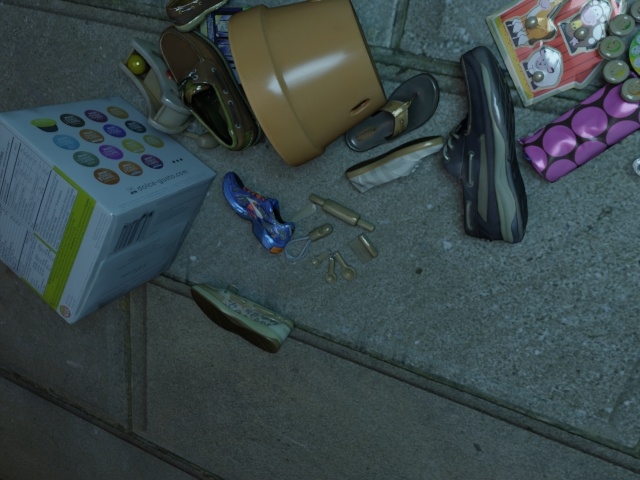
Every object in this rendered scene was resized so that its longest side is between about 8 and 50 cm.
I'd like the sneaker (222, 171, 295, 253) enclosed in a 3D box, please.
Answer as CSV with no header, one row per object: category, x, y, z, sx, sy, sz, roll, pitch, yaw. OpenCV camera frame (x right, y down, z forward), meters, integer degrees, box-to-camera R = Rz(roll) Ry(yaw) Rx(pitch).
sneaker,-0.139,-0.076,1.199,0.087,0.083,0.221,-42,86,14

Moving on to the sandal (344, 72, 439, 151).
sandal,0.132,-0.238,1.011,0.219,0.060,0.090,-24,98,31

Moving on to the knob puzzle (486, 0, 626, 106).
knob puzzle,0.399,-0.340,0.862,0.213,0.030,0.213,9,113,22

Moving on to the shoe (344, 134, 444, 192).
shoe,0.150,-0.150,1.032,0.219,0.076,0.058,-17,105,38

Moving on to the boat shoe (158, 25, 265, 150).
boat shoe,-0.237,-0.319,1.073,0.307,0.104,0.111,49,124,2

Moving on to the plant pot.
plant pot,-0.008,-0.305,0.944,0.204,0.291,0.290,-20,100,13

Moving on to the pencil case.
pencil case,0.443,-0.188,0.869,0.209,0.095,0.098,-36,75,29

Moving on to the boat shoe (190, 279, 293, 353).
boat shoe,-0.205,0.183,1.333,0.285,0.089,0.104,29,145,15

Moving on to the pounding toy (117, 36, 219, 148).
pounding toy,-0.352,-0.298,1.163,0.269,0.154,0.155,49,121,2

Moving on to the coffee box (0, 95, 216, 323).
coffee box,-0.523,-0.089,1.219,0.334,0.337,0.338,39,122,8

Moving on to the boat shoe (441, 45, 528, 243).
boat shoe,0.280,-0.156,0.933,0.130,0.132,0.355,-6,106,29

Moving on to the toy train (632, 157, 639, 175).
toy train,0.589,-0.164,0.835,0.125,0.046,0.166,34,117,12

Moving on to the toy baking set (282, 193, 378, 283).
toy baking set,0.004,-0.005,1.181,0.256,0.030,0.196,32,120,11

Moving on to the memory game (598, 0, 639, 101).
memory game,0.518,-0.284,0.784,0.186,0.012,0.186,-2,81,11

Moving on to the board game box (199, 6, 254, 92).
board game box,-0.184,-0.402,1.105,0.141,0.048,0.170,12,115,23

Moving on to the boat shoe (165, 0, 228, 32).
boat shoe,-0.231,-0.494,1.041,0.178,0.060,0.064,-42,62,-1
